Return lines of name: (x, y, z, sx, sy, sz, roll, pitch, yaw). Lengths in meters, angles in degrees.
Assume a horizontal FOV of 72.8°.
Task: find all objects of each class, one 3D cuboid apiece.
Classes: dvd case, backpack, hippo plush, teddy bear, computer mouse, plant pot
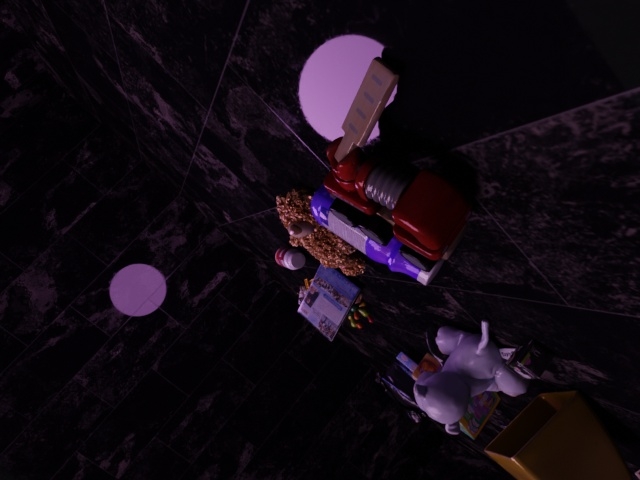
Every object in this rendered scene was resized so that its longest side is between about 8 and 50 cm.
dvd case: (0.030, 0.216, 1.564, 0.180, 0.253, 0.022, 38, -153, 24)
backpack: (0.410, 0.680, 1.997, 0.276, 0.213, 0.263, 40, 160, 28)
hippo plush: (0.363, 0.362, 1.072, 0.234, 0.236, 0.294, 40, 166, 3)
teddy bear: (0.000, 0.000, 1.187, 0.245, 0.113, 0.338, 31, 164, 25)
computer mouse: (0.650, 0.673, 1.586, 0.242, 0.041, 0.071, 21, 167, 23)
plant pot: (0.536, 0.485, 0.974, 0.187, 0.212, 0.212, 49, 169, 19)

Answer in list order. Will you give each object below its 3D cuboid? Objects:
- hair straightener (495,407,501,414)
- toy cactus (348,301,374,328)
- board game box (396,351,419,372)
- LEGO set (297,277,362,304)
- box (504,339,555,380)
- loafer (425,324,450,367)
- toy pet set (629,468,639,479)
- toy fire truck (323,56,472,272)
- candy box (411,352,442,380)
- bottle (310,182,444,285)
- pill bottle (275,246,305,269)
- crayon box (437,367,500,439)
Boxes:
hair straightener: (0.612, 0.616, 1.591, 0.089, 0.047, 0.230, 35, 165, 21)
toy cactus: (0.110, 0.260, 1.732, 0.180, 0.112, 0.219, 52, 160, -17)
board game box: (0.408, 0.537, 1.817, 0.160, 0.039, 0.211, 37, 178, 26)
LEGO set: (0.053, 0.185, 1.644, 0.287, 0.132, 0.107, -8, 157, 35)
box: (0.433, 0.250, 0.904, 0.052, 0.062, 0.083, 38, 167, 16)
loafer: (0.363, 0.330, 1.276, 0.061, 0.062, 0.170, 24, -140, -65)
toy pet set: (0.704, 0.528, 0.935, 0.114, 0.122, 0.065, 19, -153, -35)
toy fire truck: (0.102, -0.096, 0.602, 0.217, 0.158, 0.246, 34, 175, 27)
candy box: (0.444, 0.514, 1.597, 0.187, 0.109, 0.053, 31, 163, 37)
bottle: (0.111, -0.016, 0.873, 0.283, 0.092, 0.118, 35, 166, 22)
pill bottle: (-0.121, 0.073, 1.780, 0.086, 0.086, 0.152, 47, 164, -23)
crayon box: (0.457, 0.491, 1.373, 0.081, 0.165, 0.278, 23, 157, 51)
